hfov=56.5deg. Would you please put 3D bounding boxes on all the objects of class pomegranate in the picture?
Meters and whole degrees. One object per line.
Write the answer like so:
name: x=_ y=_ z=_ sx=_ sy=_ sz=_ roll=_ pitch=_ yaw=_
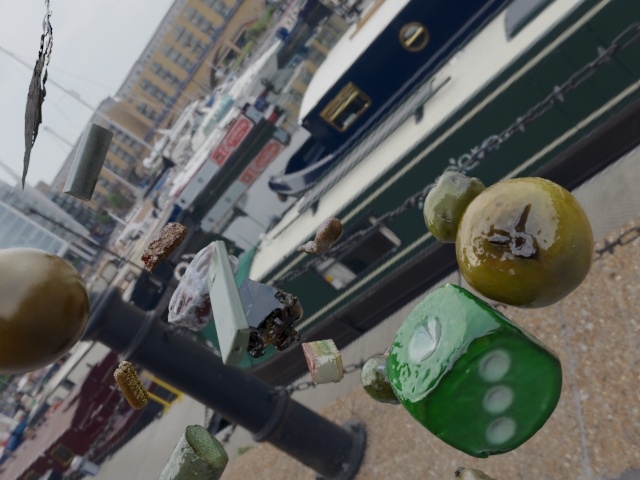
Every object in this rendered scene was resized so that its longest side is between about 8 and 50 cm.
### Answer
pomegranate: x=0.269 y=0.485 z=2.227 sx=0.214 sy=0.214 sz=0.248 roll=-19 pitch=47 yaw=63

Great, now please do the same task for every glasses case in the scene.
glasses case: x=-0.632 y=-0.214 z=1.628 sx=0.047 sy=0.070 sz=0.205 roll=-4 pitch=68 yaw=44

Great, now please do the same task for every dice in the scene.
dice: x=0.350 y=0.297 z=1.392 sx=0.297 sy=0.300 sz=0.287 roll=-56 pitch=20 yaw=8

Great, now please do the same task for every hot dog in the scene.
hot dog: x=-0.572 y=0.444 z=1.811 sx=0.045 sy=0.165 sz=0.071 roll=-11 pitch=28 yaw=14

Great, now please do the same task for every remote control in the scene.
remote control: x=-0.209 y=0.131 z=1.326 sx=0.285 sy=0.038 sz=0.123 roll=-113 pitch=35 yaw=-45

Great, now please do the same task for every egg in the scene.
egg: x=-0.691 y=0.160 z=1.350 sx=0.351 sy=0.283 sz=0.283 roll=-11 pitch=39 yaw=28

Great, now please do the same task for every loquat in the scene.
loquat: x=0.505 y=0.011 z=1.490 sx=0.328 sy=0.328 sz=0.359 roll=-50 pitch=-17 yaw=14

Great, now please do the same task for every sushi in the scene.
sushi: x=-0.156 y=0.237 z=1.825 sx=0.227 sy=0.212 sz=0.216 roll=95 pitch=-168 yaw=-51

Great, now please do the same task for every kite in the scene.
kite: x=-0.344 y=-0.208 z=0.736 sx=0.152 sy=0.015 sz=0.286 roll=128 pitch=141 yaw=-49

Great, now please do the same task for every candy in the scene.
candy: x=-0.373 y=0.154 z=1.921 sx=0.290 sy=0.157 sz=0.214 roll=-61 pitch=27 yaw=-5

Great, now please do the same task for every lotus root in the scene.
lotus root: x=0.449 y=0.709 z=1.619 sx=0.154 sy=0.140 sz=0.257 roll=-29 pitch=16 yaw=-7

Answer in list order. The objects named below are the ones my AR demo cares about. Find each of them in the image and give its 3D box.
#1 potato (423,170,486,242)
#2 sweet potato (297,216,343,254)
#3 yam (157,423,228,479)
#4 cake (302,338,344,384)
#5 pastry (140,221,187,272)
potato: x=0.373 y=-0.092 z=1.667 sx=0.154 sy=0.137 sz=0.201 roll=34 pitch=114 yaw=34
sweet potato: x=0.000 y=0.000 z=1.246 sx=0.050 sy=0.050 sz=0.214 roll=-62 pitch=7 yaw=-25
yam: x=-0.364 y=0.658 z=1.624 sx=0.268 sy=0.161 sz=0.161 roll=-60 pitch=17 yaw=0
cake: x=0.005 y=0.381 z=2.007 sx=0.109 sy=0.090 sz=0.225 roll=-11 pitch=26 yaw=-7
pastry: x=-0.419 y=0.013 z=1.566 sx=0.087 sy=0.063 sz=0.169 roll=-54 pitch=1 yaw=43
